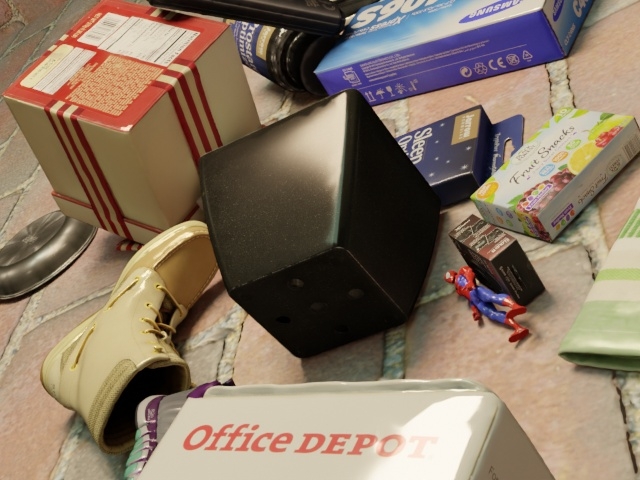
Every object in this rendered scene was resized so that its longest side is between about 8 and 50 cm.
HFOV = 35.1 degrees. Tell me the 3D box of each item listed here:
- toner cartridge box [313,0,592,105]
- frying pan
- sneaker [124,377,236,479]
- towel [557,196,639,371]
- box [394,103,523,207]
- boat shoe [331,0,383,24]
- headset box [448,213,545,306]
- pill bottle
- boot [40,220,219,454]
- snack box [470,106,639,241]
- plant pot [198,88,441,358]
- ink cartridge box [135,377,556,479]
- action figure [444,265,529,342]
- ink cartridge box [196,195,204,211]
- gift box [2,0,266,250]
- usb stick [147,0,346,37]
[{"bbox_3d":[0.170,-0.273,1.311,0.347,0.075,0.165,-8,39,40],"label":"toner cartridge box"},{"bbox_3d":[-0.488,0.050,1.571,0.326,0.053,0.197,-33,27,-3],"label":"frying pan"},{"bbox_3d":[-0.114,0.196,0.898,0.098,0.083,0.224,-25,29,4],"label":"sneaker"},{"bbox_3d":[0.353,-0.024,0.774,0.247,0.038,0.325,-1,45,49],"label":"towel"},{"bbox_3d":[0.112,-0.078,1.118,0.225,0.036,0.136,-19,32,26],"label":"box"},{"bbox_3d":[0.024,-0.401,1.649,0.302,0.091,0.114,-32,28,7],"label":"boat shoe"},{"bbox_3d":[0.157,0.019,0.889,0.032,0.062,0.083,-39,29,-5],"label":"headset box"},{"bbox_3d":[-0.047,-0.292,1.508,0.123,0.123,0.219,-41,41,-10],"label":"pill bottle"},{"bbox_3d":[-0.174,0.098,1.093,0.262,0.095,0.203,-45,29,-14],"label":"boot"},{"bbox_3d":[0.227,-0.067,0.971,0.141,0.037,0.100,-43,28,-14],"label":"snack box"},{"bbox_3d":[0.000,0.000,0.980,0.187,0.188,0.167,-22,42,23],"label":"plant pot"},{"bbox_3d":[-0.036,0.280,0.593,0.279,0.160,0.385,-8,39,41],"label":"ink cartridge box"},{"bbox_3d":[0.140,0.050,0.886,0.030,0.038,0.115,-22,26,-12],"label":"action figure"},{"bbox_3d":[-0.079,-0.078,1.302,0.099,0.056,0.135,0,44,47],"label":"ink cartridge box"},{"bbox_3d":[-0.241,-0.155,1.366,0.276,0.258,0.255,22,57,32],"label":"gift box"},{"bbox_3d":[-0.100,-0.316,1.341,0.077,0.278,0.045,57,136,51],"label":"usb stick"}]
